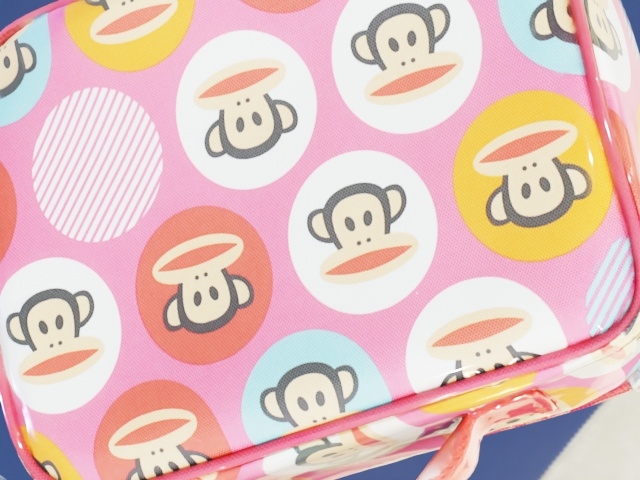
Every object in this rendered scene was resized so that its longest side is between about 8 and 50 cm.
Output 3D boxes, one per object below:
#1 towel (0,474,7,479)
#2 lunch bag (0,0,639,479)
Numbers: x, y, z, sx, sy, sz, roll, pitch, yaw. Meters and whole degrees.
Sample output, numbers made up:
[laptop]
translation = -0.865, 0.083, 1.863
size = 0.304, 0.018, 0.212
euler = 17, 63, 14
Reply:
[towel]
translation = -0.195, 0.136, 0.770
size = 0.119, 0.067, 0.029
euler = -32, -140, 14
[lunch bag]
translation = 0.000, 0.000, 0.716
size = 0.293, 0.120, 0.258
euler = -17, -105, 19
